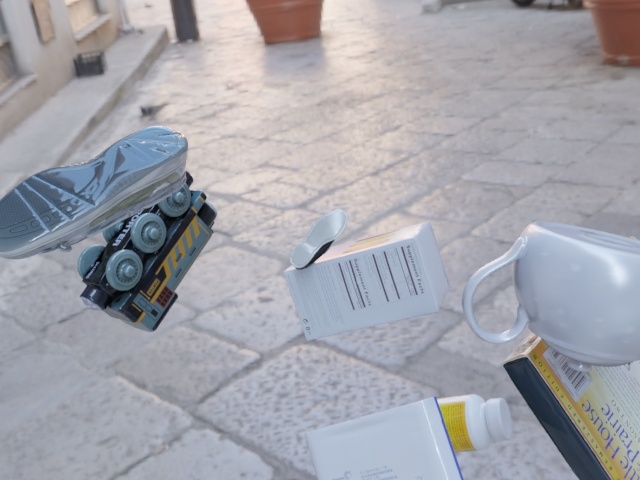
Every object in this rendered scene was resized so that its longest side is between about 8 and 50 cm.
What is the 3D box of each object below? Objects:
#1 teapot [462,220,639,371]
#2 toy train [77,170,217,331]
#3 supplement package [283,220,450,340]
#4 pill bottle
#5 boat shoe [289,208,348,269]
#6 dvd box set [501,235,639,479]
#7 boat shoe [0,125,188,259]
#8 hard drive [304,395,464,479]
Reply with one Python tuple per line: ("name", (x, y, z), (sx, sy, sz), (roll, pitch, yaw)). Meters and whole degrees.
("teapot", (0.366, 0.087, 1.010), (0.256, 0.187, 0.253), (21, 14, 39))
("toy train", (-0.330, 0.017, 1.460), (0.142, 0.190, 0.333), (6, 56, 40))
("supplement package", (0.085, 0.070, 1.303), (0.244, 0.133, 0.139), (-16, 8, 21))
("pill bottle", (0.294, 0.392, 1.586), (0.209, 0.117, 0.117), (-14, 20, 26))
("boat shoe", (0.000, 0.000, 1.247), (0.046, 0.125, 0.038), (40, 0, 16))
("dvd box set", (0.504, 0.213, 1.232), (0.420, 0.307, 0.062), (-34, -1, -39))
("boat shoe", (-0.321, -0.056, 1.064), (0.118, 0.103, 0.320), (33, 52, 26))
("hard drive", (0.106, 0.373, 0.921), (0.210, 0.318, 0.040), (-27, -15, 39))
